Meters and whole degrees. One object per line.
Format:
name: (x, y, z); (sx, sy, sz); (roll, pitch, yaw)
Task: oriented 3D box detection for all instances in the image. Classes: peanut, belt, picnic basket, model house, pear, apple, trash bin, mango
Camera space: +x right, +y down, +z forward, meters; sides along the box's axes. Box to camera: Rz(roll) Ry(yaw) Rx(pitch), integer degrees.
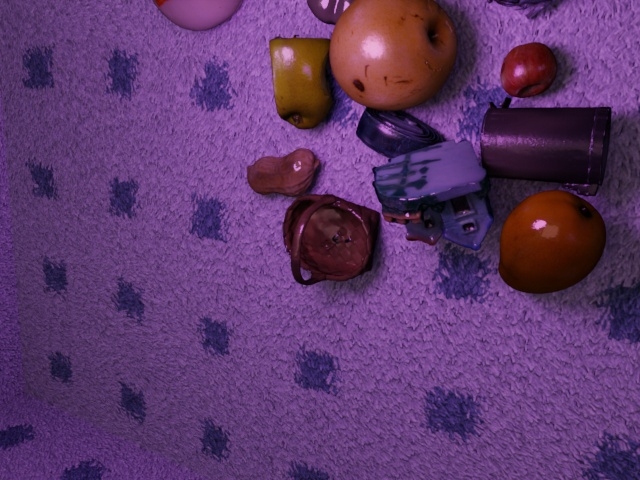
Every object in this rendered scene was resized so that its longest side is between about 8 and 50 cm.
peanut: (-0.128, -0.219, 2.018); (0.291, 0.143, 0.159); (-8, 107, 36)
belt: (0.237, -0.307, 1.751); (0.267, 0.206, 0.116); (28, 121, 10)
picnic basket: (0.000, 0.000, 1.898); (0.337, 0.337, 0.293); (15, 109, 26)
model house: (0.334, -0.073, 1.650); (0.294, 0.252, 0.329); (-16, 128, 13)
pear: (-0.045, -0.489, 1.842); (0.176, 0.286, 0.282); (2, 104, 9)
apple: (0.557, -0.459, 1.573); (0.146, 0.146, 0.131); (-11, 74, 31)
trash bin: (0.594, -0.252, 1.564); (0.301, 0.203, 0.252); (8, 100, 28)
pear: (0.202, -0.529, 1.637); (0.348, 0.348, 0.349); (8, 106, 28)
mango: (0.607, 0.023, 1.584); (0.263, 0.221, 0.378); (7, 148, 0)

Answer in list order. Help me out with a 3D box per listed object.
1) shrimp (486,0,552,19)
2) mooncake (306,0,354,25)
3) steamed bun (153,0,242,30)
shrimp: (0.579, -0.674, 1.502); (0.410, 0.166, 0.221); (10, 134, 32)
mooncake: (0.077, -0.761, 1.745); (0.274, 0.135, 0.275); (6, 114, 14)
steamed bun: (-0.434, -0.898, 1.967); (0.374, 0.241, 0.375); (9, 107, 31)
